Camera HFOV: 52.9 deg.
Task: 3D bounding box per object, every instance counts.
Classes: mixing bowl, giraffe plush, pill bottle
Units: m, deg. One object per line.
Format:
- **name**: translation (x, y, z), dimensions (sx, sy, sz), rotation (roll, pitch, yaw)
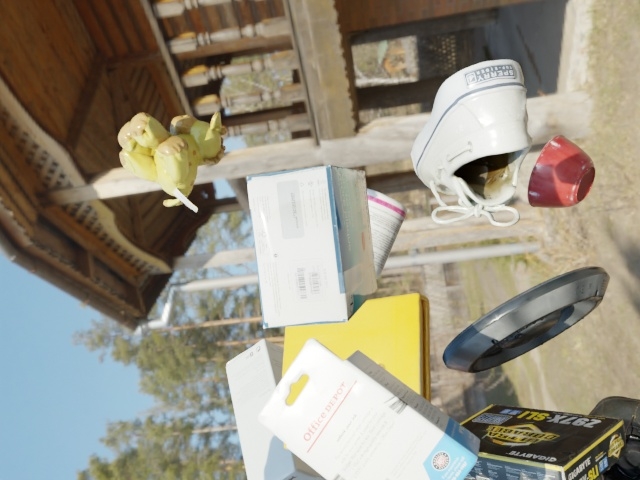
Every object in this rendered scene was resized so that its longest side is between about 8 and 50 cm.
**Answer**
- **mixing bowl**: translation (0.575, -0.146, 1.503), dimensions (0.181, 0.098, 0.181), rotation (-29, -47, -36)
- **giraffe plush**: translation (-0.268, -0.184, 1.272), dimensions (0.210, 0.181, 0.170), rotation (49, -125, -16)
- **pill bottle**: translation (0.114, 0.012, 1.760), dimensions (0.160, 0.160, 0.283), rotation (43, -110, -79)

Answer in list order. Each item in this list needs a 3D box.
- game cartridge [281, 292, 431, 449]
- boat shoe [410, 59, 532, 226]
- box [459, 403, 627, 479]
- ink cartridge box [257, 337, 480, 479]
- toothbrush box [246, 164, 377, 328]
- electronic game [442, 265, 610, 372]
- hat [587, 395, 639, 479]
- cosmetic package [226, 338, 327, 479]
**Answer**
- **game cartridge**: translation (0.061, 0.261, 1.249), dimensions (0.053, 0.324, 0.285), rotation (27, -121, -47)
- **boat shoe**: translation (0.211, -0.087, 0.854), dimensions (0.367, 0.136, 0.156), rotation (85, 174, -78)
- **box**: translation (0.433, 0.436, 1.357), dimensions (0.257, 0.322, 0.079), rotation (-11, -89, -40)
- **ink cartridge box**: translation (0.044, 0.177, 0.600), dimensions (0.104, 0.180, 0.060), rotation (-57, -14, 10)
- **toothbrush box**: translation (0.000, 0.000, 1.001), dimensions (0.295, 0.126, 0.216), rotation (-16, -80, -77)
- **electronic game**: translation (0.258, 0.102, 0.811), dimensions (0.229, 0.229, 0.048), rotation (67, 177, -65)
- **hat**: translation (0.822, 0.576, 1.692), dimensions (0.134, 0.331, 0.331), rotation (32, -152, -17)
- **cosmetic package**: translation (-0.096, 0.475, 1.672), dimensions (0.217, 0.156, 0.385), rotation (36, -154, -41)
